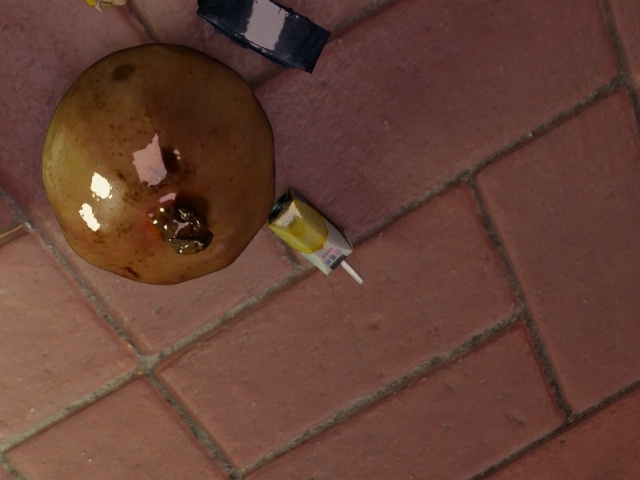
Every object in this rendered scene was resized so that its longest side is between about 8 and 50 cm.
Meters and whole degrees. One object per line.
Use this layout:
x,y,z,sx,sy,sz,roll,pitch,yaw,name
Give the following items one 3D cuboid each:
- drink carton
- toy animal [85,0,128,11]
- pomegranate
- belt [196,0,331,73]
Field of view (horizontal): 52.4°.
0.000,0.000,1.115,0.084,0.074,0.200,-45,116,9,drink carton
-0.287,-0.373,0.882,0.091,0.082,0.115,-6,113,-12,toy animal
-0.213,-0.090,0.891,0.337,0.338,0.339,-5,114,-11,pomegranate
-0.085,-0.307,0.925,0.190,0.141,0.082,22,104,-20,belt
